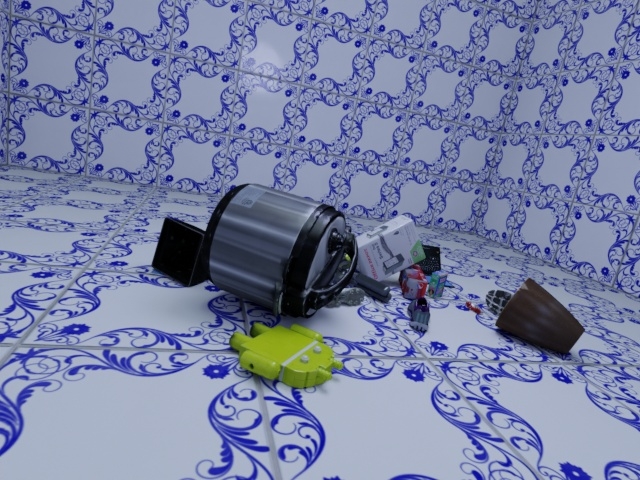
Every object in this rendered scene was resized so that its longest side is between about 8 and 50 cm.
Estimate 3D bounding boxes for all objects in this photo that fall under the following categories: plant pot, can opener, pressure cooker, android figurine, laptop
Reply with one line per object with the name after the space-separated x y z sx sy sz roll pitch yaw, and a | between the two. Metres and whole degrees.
0.781 0.282 1.407 0.230 0.215 0.216 36 24 32 | plant pot
0.159 0.180 1.616 0.281 0.074 0.093 20 49 40 | can opener
-0.448 0.036 1.418 0.188 0.187 0.167 22 10 24 | plant pot
-0.100 0.041 1.235 0.421 0.369 0.375 17 -7 15 | pressure cooker
-0.080 0.274 0.981 0.273 0.056 0.248 15 13 27 | android figurine
0.531 0.116 2.020 0.235 0.264 0.136 9 -24 -11 | laptop

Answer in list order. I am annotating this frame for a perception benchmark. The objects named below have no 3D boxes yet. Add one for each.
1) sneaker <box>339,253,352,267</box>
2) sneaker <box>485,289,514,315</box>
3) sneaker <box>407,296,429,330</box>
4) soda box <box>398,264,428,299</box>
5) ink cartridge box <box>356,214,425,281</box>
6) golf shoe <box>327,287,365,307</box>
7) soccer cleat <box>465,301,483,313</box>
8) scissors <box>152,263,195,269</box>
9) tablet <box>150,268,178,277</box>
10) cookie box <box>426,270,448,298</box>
0.063 0.082 1.860 0.386 0.145 0.147 0 -23 -11 | sneaker
0.821 0.291 1.652 0.279 0.107 0.118 23 -2 33 | sneaker
0.360 0.237 1.422 0.083 0.098 0.223 12 13 6 | sneaker
0.399 0.175 1.746 0.084 0.092 0.263 11 13 4 | soda box
0.291 0.040 1.754 0.273 0.198 0.115 -27 21 -7 | ink cartridge box
0.079 0.195 1.450 0.176 0.069 0.086 4 8 -34 | golf shoe
0.633 0.277 1.649 0.036 0.029 0.083 14 12 -31 | soccer cleat
-0.474 0.095 1.517 0.298 0.021 0.109 3 23 -22 | scissors
-0.543 0.113 1.398 0.084 0.006 0.054 10 16 -6 | tablet
0.506 0.190 1.738 0.040 0.107 0.092 21 16 37 | cookie box
